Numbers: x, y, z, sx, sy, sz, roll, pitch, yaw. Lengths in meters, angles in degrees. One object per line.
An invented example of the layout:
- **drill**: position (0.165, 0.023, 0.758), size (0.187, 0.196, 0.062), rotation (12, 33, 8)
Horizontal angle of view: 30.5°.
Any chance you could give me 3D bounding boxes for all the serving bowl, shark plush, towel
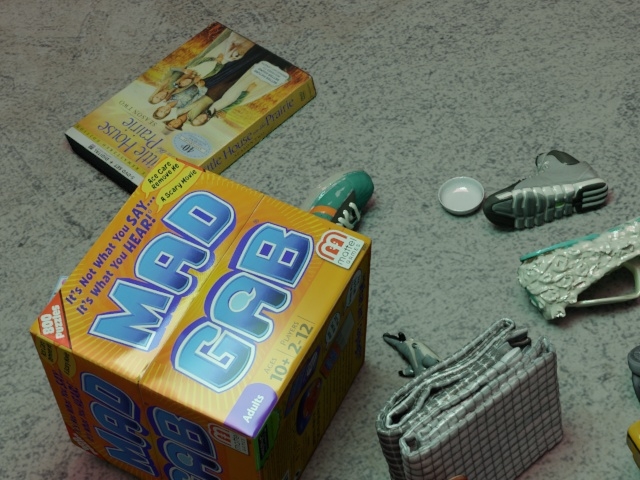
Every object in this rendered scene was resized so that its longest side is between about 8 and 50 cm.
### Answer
- **serving bowl**: position (0.256, -0.077, 2.134), size (0.083, 0.027, 0.083), rotation (-5, 51, 6)
- **shark plush**: position (0.150, 0.197, 1.914), size (0.161, 0.073, 0.067), rotation (40, 97, 29)
- **towel**: position (0.219, 0.266, 1.726), size (0.283, 0.235, 0.121), rotation (-36, 47, -18)

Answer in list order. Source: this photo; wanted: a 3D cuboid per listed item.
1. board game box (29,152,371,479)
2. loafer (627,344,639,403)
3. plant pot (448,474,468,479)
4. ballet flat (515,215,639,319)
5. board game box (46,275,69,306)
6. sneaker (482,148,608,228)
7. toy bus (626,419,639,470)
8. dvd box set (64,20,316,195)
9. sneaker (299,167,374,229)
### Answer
- **board game box**: position (-0.160, 0.161, 1.773), size (0.356, 0.356, 0.356), rotation (23, 58, 16)
- **loafer**: position (0.624, 0.186, 1.819), size (0.302, 0.095, 0.109), rotation (-12, 19, -4)
- **plant pot**: position (0.214, 0.496, 1.534), size (0.265, 0.272, 0.272), rotation (34, 64, 23)
- **ballet flat**: position (0.526, 0.025, 1.952), size (0.409, 0.147, 0.147), rotation (-21, 50, -3)
- **board game box**: position (-0.412, 0.117, 2.108), size (0.154, 0.026, 0.103), rotation (5, 52, 15)
- **sneaker**: position (0.386, -0.099, 2.101), size (0.228, 0.086, 0.132), rotation (-8, 44, -9)
- **toy bus**: position (0.614, 0.272, 1.706), size (0.332, 0.130, 0.108), rotation (-22, 51, -7)
- **dvd box set**: position (-0.262, -0.256, 2.364), size (0.420, 0.062, 0.307), rotation (-40, 54, -21)
- **sneaker**: position (0.000, 0.000, 2.078), size (0.302, 0.108, 0.121), rotation (-43, 56, -13)
